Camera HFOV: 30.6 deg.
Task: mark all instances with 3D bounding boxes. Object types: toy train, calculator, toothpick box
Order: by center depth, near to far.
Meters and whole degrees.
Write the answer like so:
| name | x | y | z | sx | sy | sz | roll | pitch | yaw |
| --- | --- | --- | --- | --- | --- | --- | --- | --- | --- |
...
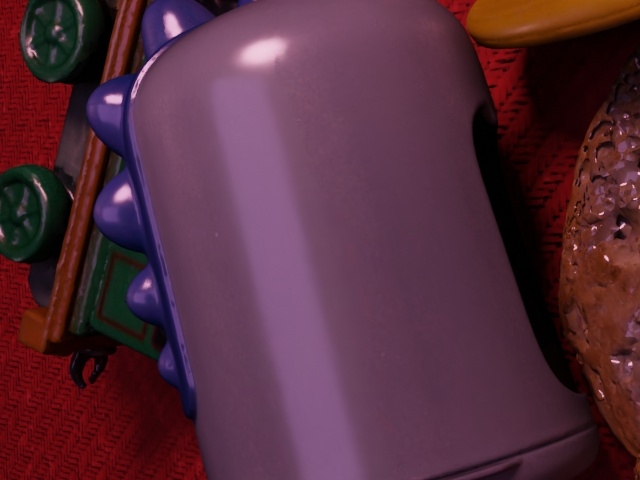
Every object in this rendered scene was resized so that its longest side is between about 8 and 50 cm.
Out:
| name | x | y | z | sx | sy | sz | roll | pitch | yaw |
| --- | --- | --- | --- | --- | --- | --- | --- | --- | --- |
| calculator | 0.177 | -0.164 | 0.679 | 0.032 | 0.146 | 0.235 | 54 | 151 | -18 |
| toothpick box | 0.000 | 0.000 | 0.726 | 0.263 | 0.263 | 0.354 | -22 | 80 | 42 |
| toy train | -0.115 | -0.062 | 0.941 | 0.249 | 0.178 | 0.429 | 24 | 104 | 33 |

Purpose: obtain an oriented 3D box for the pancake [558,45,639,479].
| name | x | y | z | sx | sy | sz | roll | pitch | yaw |
| --- | --- | --- | --- | --- | --- | --- | --- | --- | --- |
| pancake | 0.284 | 0.013 | 0.596 | 0.387 | 0.082 | 0.386 | 1 | 91 | 49 |
